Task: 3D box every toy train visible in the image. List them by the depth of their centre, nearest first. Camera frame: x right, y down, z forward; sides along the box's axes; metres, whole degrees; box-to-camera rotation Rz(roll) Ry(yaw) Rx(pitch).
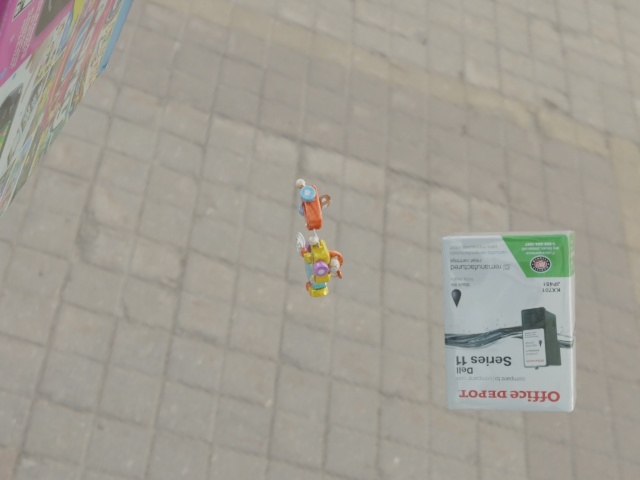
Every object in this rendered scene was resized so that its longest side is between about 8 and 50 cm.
[{"bbox_3d":[0.000,0.000,1.492,0.046,0.166,0.125,-10,66,-7],"label":"toy train"}]

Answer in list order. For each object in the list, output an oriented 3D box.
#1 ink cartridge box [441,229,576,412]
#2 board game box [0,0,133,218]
[{"bbox_3d":[0.224,0.095,1.389,0.153,0.208,0.087,-2,4,15],"label":"ink cartridge box"},{"bbox_3d":[-0.166,-0.131,0.615,0.097,0.224,0.303,25,35,-7],"label":"board game box"}]
